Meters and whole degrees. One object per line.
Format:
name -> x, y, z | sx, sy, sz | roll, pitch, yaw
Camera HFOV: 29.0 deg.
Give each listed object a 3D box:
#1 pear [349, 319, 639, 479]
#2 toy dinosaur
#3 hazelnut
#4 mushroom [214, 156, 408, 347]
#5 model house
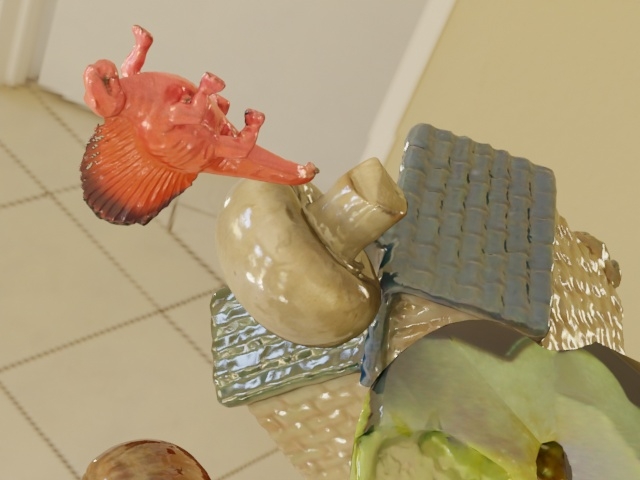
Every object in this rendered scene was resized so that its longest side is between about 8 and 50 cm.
pear -> 0.193, 0.276, 1.205 | 0.399, 0.165, 0.398 | 12, 53, -16
toy dinosaur -> -0.105, -0.056, 0.982 | 0.070, 0.139, 0.286 | 32, -2, 37
hazelnut -> -0.096, 0.151, 0.675 | 0.086, 0.086, 0.086 | 15, 37, -12
mushroom -> 0.000, 0.000, 1.246 | 0.204, 0.204, 0.204 | 15, 37, -12
model house -> 0.110, 0.077, 1.564 | 0.400, 0.446, 0.395 | 51, 33, -28
